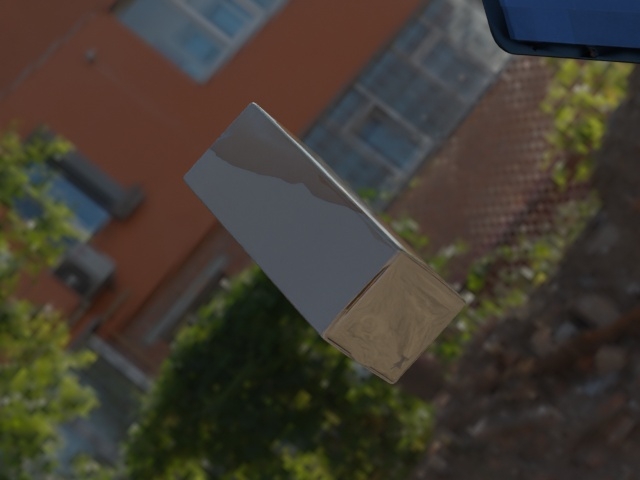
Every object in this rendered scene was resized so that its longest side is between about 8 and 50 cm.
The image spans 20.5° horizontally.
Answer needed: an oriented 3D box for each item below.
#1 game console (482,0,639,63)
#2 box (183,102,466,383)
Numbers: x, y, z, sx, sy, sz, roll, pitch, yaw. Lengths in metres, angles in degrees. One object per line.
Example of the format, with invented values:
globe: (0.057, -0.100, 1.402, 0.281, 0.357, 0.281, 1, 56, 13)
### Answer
game console: (0.208, -0.277, 1.760, 0.250, 0.293, 0.173, 3, -85, -41)
box: (0.000, 0.000, 1.885, 0.121, 0.311, 0.148, -48, -42, 4)
